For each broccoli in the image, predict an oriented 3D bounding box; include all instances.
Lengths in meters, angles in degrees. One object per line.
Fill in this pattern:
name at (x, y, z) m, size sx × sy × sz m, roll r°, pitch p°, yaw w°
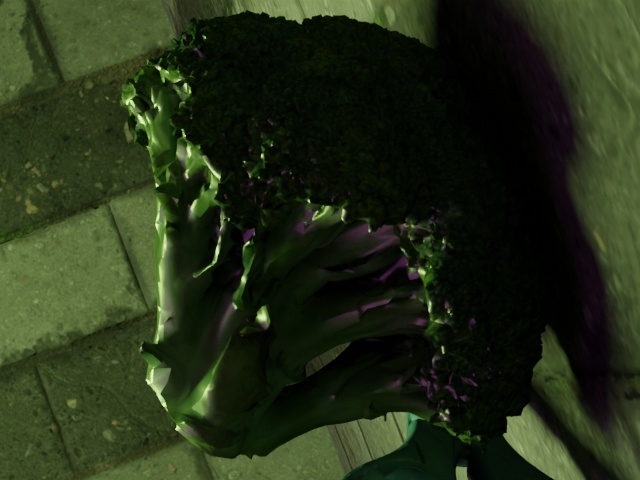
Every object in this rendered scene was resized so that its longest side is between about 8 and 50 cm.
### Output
broccoli at (0.000, 0.000, 0.792) m, size 0.261 × 0.241 × 0.269 m, roll 43°, pitch -170°, yaw 31°

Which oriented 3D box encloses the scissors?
scissors at (0.090, 0.121, 0.894) m, size 0.393 × 0.180 × 0.032 m, roll -92°, pitch 20°, yaw -68°
